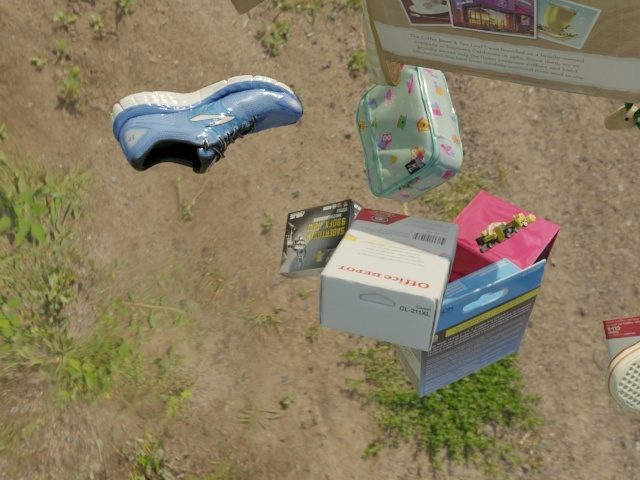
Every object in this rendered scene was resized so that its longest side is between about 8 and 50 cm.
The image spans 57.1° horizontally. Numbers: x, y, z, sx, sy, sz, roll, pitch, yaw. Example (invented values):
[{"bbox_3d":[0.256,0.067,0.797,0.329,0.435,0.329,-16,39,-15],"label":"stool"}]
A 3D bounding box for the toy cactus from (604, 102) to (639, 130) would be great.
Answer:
[{"bbox_3d":[0.649,-0.266,1.179,0.112,0.180,0.219,-44,98,-12],"label":"toy cactus"}]

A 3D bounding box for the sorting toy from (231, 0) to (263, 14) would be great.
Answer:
[{"bbox_3d":[-0.107,-0.598,1.136,0.255,0.257,0.089,-31,80,5],"label":"sorting toy"}]

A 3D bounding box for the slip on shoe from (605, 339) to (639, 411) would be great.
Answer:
[{"bbox_3d":[0.539,0.173,0.908,0.331,0.101,0.123,-15,104,-30],"label":"slip on shoe"}]

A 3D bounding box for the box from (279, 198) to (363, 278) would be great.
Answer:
[{"bbox_3d":[0.000,0.000,1.560,0.056,0.231,0.183,28,62,-44],"label":"box"}]

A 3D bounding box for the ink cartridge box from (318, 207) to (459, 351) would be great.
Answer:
[{"bbox_3d":[0.083,0.038,0.684,0.127,0.072,0.175,12,31,15],"label":"ink cartridge box"}]

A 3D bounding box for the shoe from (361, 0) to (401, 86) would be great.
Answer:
[{"bbox_3d":[0.104,-0.397,1.119,0.076,0.058,0.219,-46,134,-39],"label":"shoe"}]

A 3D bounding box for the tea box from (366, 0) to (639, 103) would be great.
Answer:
[{"bbox_3d":[0.255,-0.375,0.680,0.329,0.220,0.324,20,75,26],"label":"tea box"}]

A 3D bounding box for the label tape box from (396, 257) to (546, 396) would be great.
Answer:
[{"bbox_3d":[0.281,0.150,1.161,0.249,0.348,0.115,-23,52,-9],"label":"label tape box"}]

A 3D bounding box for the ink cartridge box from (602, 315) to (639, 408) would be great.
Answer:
[{"bbox_3d":[0.653,0.236,1.151,0.128,0.127,0.176,8,72,-44],"label":"ink cartridge box"}]

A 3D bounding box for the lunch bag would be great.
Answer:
[{"bbox_3d":[0.182,-0.228,1.283,0.107,0.224,0.279,11,63,-39],"label":"lunch bag"}]

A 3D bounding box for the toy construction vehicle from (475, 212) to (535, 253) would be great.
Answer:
[{"bbox_3d":[0.294,-0.019,0.951,0.098,0.086,0.035,-27,80,-34],"label":"toy construction vehicle"}]

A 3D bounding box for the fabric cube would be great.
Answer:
[{"bbox_3d":[0.518,0.055,1.773,0.258,0.259,0.254,30,55,26],"label":"fabric cube"}]

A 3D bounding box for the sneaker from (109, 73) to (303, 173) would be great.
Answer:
[{"bbox_3d":[-0.185,-0.186,1.030,0.329,0.130,0.147,-15,71,-13],"label":"sneaker"}]
